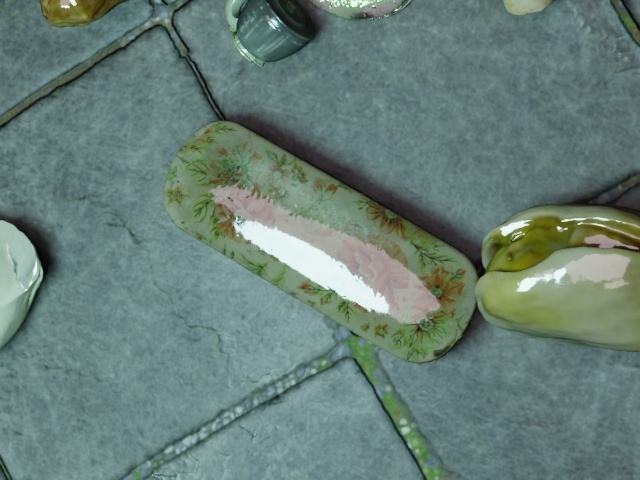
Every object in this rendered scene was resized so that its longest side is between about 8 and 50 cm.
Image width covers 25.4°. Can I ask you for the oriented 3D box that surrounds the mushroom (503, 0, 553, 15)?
[{"bbox_3d":[0.239,-0.391,1.690,0.206,0.209,0.206,-24,47,28],"label":"mushroom"}]

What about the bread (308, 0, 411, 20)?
[{"bbox_3d":[0.051,-0.393,1.788,0.228,0.033,0.229,0,89,11],"label":"bread"}]

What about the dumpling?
[{"bbox_3d":[-0.468,0.077,1.849,0.162,0.132,0.250,44,98,4],"label":"dumpling"}]

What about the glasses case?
[{"bbox_3d":[0.000,0.000,1.769,0.425,0.098,0.157,30,90,9],"label":"glasses case"}]

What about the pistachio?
[{"bbox_3d":[0.329,0.050,1.680,0.288,0.197,0.166,6,51,19],"label":"pistachio"}]

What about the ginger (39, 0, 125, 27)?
[{"bbox_3d":[-0.222,-0.393,1.790,0.321,0.172,0.165,-38,121,15],"label":"ginger"}]

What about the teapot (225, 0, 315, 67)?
[{"bbox_3d":[-0.069,-0.274,1.800,0.091,0.124,0.092,-39,125,25],"label":"teapot"}]
